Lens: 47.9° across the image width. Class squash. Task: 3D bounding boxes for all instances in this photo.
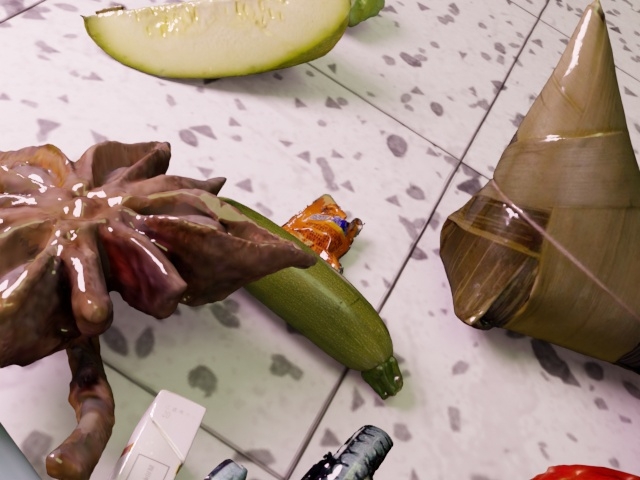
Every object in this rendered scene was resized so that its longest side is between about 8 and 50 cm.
[{"bbox_3d":[-0.111,-0.228,0.802,0.252,0.093,0.169,-19,18,-38],"label":"squash"},{"bbox_3d":[-0.018,0.042,0.645,0.252,0.066,0.066,38,46,7],"label":"squash"}]

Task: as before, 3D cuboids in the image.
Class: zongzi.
[{"bbox_3d":[0.305,-0.031,0.703,0.289,0.318,0.154,18,26,-13],"label":"zongzi"}]

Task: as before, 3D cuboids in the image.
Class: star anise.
[{"bbox_3d":[-0.174,0.014,0.541,0.292,0.109,0.349,-31,48,-31],"label":"star anise"}]

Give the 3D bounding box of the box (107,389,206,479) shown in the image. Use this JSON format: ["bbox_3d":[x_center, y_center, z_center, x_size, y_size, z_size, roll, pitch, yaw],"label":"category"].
[{"bbox_3d":[-0.127,0.180,0.458,0.040,0.084,0.154,26,46,-3],"label":"box"}]

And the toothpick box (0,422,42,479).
[{"bbox_3d":[-0.207,0.159,0.459,0.052,0.052,0.083,-28,67,-40],"label":"toothpick box"}]

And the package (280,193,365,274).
[{"bbox_3d":[0.000,-0.001,0.715,0.077,0.033,0.111,43,50,-1],"label":"package"}]

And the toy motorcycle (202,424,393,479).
[{"bbox_3d":[-0.052,0.223,0.417,0.113,0.169,0.315,37,35,17],"label":"toy motorcycle"}]

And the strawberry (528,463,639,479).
[{"bbox_3d":[0.132,0.281,0.412,0.276,0.257,0.257,-23,60,-2],"label":"strawberry"}]

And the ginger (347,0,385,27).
[{"bbox_3d":[-0.042,-0.386,0.994,0.289,0.089,0.137,25,63,1],"label":"ginger"}]
